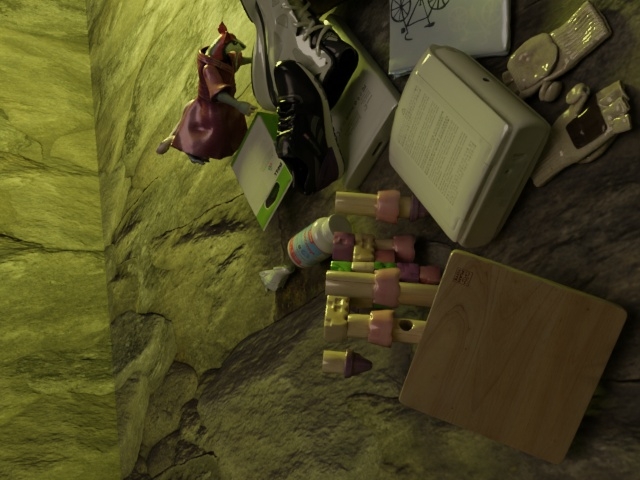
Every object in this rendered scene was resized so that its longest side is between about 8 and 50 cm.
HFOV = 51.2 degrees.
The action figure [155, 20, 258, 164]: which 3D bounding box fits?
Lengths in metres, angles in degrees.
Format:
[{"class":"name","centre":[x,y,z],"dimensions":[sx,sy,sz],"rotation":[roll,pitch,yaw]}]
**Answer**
[{"class":"action figure","centre":[-0.281,-0.405,1.784],"dimensions":[0.248,0.276,0.370],"rotation":[-77,-5,-54]}]

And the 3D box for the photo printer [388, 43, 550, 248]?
[{"class":"photo printer","centre":[0.234,-0.177,1.168],"dimensions":[0.307,0.107,0.256],"rotation":[59,143,42]}]

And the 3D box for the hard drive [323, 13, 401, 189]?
[{"class":"hard drive","centre":[0.051,-0.319,1.519],"dimensions":[0.233,0.047,0.353],"rotation":[-58,45,35]}]

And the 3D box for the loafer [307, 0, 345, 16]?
[{"class":"loafer","centre":[0.017,-0.579,1.527],"dimensions":[0.366,0.134,0.130],"rotation":[28,131,47]}]

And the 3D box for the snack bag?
[{"class":"snack bag","centre":[0.244,-0.493,1.259],"dimensions":[0.323,0.037,0.342],"rotation":[6,98,53]}]

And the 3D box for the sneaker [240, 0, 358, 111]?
[{"class":"sneaker","centre":[-0.029,-0.484,1.426],"dimensions":[0.258,0.169,0.447],"rotation":[16,126,35]}]

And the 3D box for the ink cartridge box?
[{"class":"ink cartridge box","centre":[-0.118,-0.173,1.707],"dimensions":[0.188,0.097,0.255],"rotation":[-57,47,35]}]

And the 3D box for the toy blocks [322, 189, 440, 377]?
[{"class":"toy blocks","centre":[0.144,0.097,1.242],"dimensions":[0.288,0.260,0.309],"rotation":[-83,-4,-49]}]

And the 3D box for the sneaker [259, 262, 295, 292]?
[{"class":"sneaker","centre":[-0.104,0.095,1.708],"dimensions":[0.152,0.054,0.061],"rotation":[-24,77,58]}]

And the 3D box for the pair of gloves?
[{"class":"pair of gloves","centre":[0.377,-0.230,1.054],"dimensions":[0.204,0.042,0.240],"rotation":[-33,60,49]}]

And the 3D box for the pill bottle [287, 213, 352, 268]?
[{"class":"pill bottle","centre":[0.000,0.000,1.529],"dimensions":[0.160,0.087,0.087],"rotation":[-34,60,48]}]

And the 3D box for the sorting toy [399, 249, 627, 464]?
[{"class":"sorting toy","centre":[0.284,0.166,1.017],"dimensions":[0.256,0.089,0.257],"rotation":[20,106,10]}]

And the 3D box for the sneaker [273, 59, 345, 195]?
[{"class":"sneaker","centre":[-0.044,-0.231,1.395],"dimensions":[0.107,0.124,0.283],"rotation":[-1,118,47]}]
